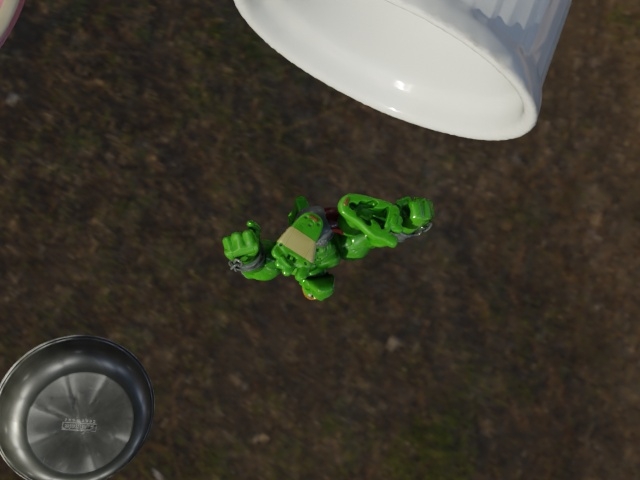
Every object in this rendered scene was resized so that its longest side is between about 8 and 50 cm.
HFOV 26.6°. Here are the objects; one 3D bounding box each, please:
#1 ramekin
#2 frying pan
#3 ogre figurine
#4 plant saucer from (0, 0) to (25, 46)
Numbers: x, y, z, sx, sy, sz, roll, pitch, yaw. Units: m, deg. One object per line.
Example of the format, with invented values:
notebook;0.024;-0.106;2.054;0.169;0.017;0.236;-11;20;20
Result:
ramekin;0.076;-0.207;1.133;0.277;0.277;0.135;34;76;-39
frying pan;-0.326;0.264;1.620;0.197;0.053;0.326;32;89;-26
ogre figurine;0.000;0.000;1.273;0.197;0.118;0.097;-32;87;-19
plant saucer;-0.432;-0.287;1.391;0.332;0.084;0.332;-22;124;-36
